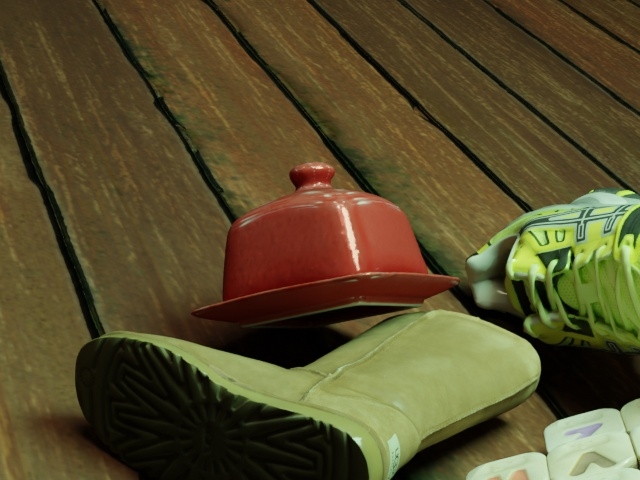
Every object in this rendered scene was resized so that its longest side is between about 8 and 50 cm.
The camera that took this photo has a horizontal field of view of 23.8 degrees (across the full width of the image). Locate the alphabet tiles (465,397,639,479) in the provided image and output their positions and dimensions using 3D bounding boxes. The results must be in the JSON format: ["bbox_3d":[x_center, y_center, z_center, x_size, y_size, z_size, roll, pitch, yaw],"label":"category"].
[{"bbox_3d":[0.228,0.138,0.945,0.284,0.021,0.278,-16,11,9],"label":"alphabet tiles"}]

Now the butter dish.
[{"bbox_3d":[0.000,0.000,1.130,0.160,0.118,0.160,-12,-9,30],"label":"butter dish"}]

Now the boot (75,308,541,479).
[{"bbox_3d":[-0.002,0.099,1.048,0.236,0.089,0.269,21,20,23],"label":"boot"}]

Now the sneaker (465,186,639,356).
[{"bbox_3d":[0.230,0.041,1.169,0.147,0.145,0.384,-18,3,-11],"label":"sneaker"}]
